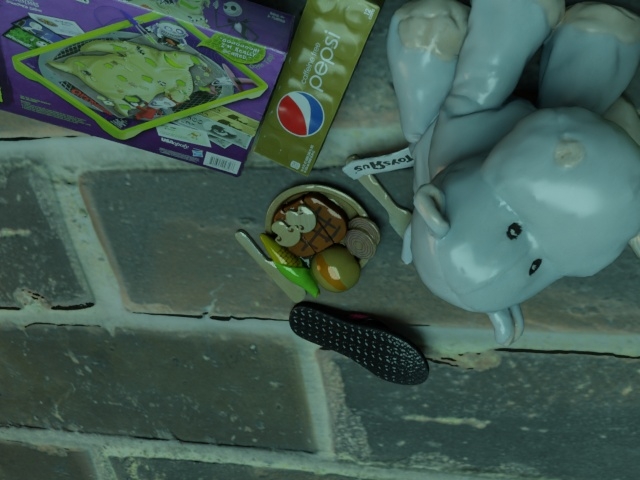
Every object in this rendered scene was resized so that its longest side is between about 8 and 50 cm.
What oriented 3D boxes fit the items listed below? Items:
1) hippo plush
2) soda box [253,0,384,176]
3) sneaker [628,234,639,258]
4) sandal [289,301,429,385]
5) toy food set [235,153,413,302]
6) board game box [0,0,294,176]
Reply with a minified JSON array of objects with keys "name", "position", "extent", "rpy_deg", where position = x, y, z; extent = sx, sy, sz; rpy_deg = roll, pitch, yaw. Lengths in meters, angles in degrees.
[{"name":"hippo plush","position":[0.124,-0.069,0.558],"extent":[0.294,0.236,0.234],"rpy_deg":[-26,111,25]},{"name":"soda box","position":[-0.002,-0.154,0.656],"extent":[0.061,0.058,0.181],"rpy_deg":[24,126,-2]},{"name":"sneaker","position":[0.368,0.049,0.674],"extent":[0.086,0.085,0.237],"rpy_deg":[-28,115,22]},{"name":"sandal","position":[0.049,0.113,0.839],"extent":[0.179,0.040,0.067],"rpy_deg":[22,122,18]},{"name":"toy food set","position":[0.000,0.000,0.770],"extent":[0.192,0.038,0.132],"rpy_deg":[-33,109,31]},{"name":"board game box","position":[-0.214,-0.167,0.620],"extent":[0.347,0.056,0.208],"rpy_deg":[16,157,-11]}]
